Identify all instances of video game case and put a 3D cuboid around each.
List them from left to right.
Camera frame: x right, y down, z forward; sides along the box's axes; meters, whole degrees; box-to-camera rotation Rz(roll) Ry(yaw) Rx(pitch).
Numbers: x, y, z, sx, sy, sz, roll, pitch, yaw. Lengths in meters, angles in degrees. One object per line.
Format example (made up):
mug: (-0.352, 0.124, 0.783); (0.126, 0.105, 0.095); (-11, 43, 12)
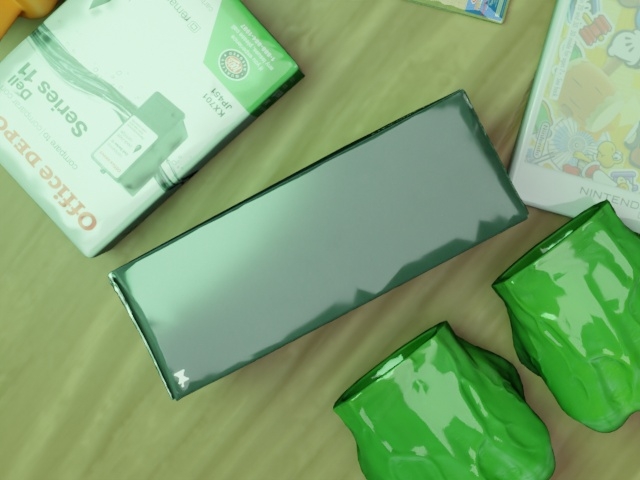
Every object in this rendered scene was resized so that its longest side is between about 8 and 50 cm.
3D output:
video game case: (0.265, -0.113, 1.070); (0.206, 0.026, 0.227); (16, 94, -1)

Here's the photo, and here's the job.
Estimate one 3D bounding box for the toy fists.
toy fists: (0.151, 0.101, 1.051); (0.279, 0.096, 0.142); (-37, 91, 2)

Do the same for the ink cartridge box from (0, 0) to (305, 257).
ink cartridge box: (-0.139, -0.109, 1.043); (0.208, 0.087, 0.153); (-43, 92, 4)

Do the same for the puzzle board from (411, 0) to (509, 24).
puzzle board: (0.107, -0.236, 1.071); (0.096, 0.011, 0.128); (15, 95, -2)

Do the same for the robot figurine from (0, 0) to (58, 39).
robot figurine: (-0.212, -0.247, 1.006); (0.128, 0.158, 0.219); (33, 81, -11)

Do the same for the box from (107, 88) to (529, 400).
box: (0.000, 0.000, 1.002); (0.261, 0.184, 0.103); (-28, 94, 2)
